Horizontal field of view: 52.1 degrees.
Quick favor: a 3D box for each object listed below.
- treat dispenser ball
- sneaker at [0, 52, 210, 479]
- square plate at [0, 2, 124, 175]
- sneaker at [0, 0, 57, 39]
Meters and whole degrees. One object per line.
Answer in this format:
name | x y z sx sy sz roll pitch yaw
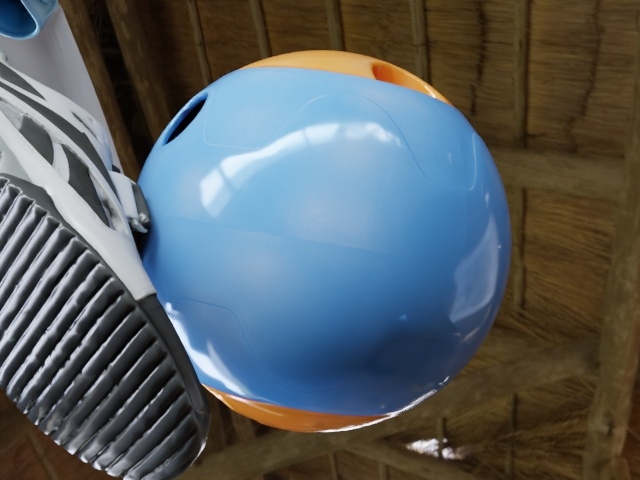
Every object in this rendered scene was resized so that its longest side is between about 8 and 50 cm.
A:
treat dispenser ball | 0.000 0.000 0.512 0.288 0.288 0.288 -7 -57 -11
sneaker | -0.158 -0.012 0.409 0.122 0.146 0.330 -41 -97 27
square plate | -0.412 -0.232 0.976 0.049 0.347 0.344 -20 -86 2
sneaker | -0.345 -0.298 0.733 0.135 0.366 0.150 -15 -72 29
